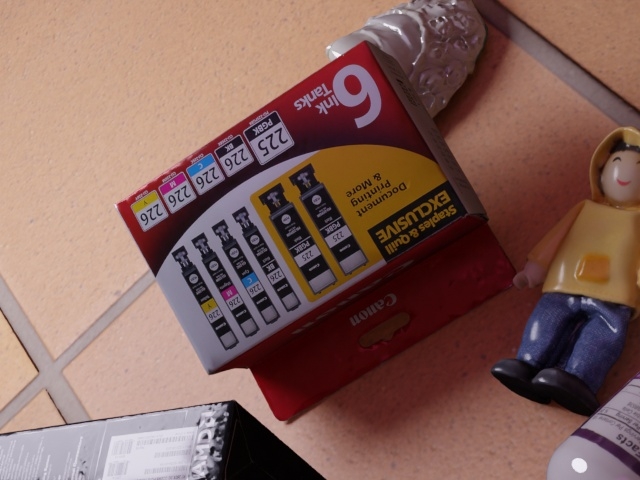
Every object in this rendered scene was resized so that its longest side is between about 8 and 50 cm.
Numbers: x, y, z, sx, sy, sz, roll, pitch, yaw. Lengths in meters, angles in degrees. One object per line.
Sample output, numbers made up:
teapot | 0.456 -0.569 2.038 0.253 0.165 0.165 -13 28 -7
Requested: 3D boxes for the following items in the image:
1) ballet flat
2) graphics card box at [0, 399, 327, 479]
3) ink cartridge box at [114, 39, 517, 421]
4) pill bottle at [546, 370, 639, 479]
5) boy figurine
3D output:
ballet flat | 0.024 -0.139 1.739 0.409 0.147 0.147 -48 47 -3
graphics card box | -0.184 0.264 1.546 0.370 0.233 0.094 -11 52 27
ink cartridge box | 0.000 0.000 1.588 0.309 0.130 0.272 -33 80 12
pill bottle | 0.292 0.190 1.280 0.301 0.169 0.169 -40 46 -13
boy figurine | 0.272 0.024 1.495 0.177 0.092 0.285 15 74 42
